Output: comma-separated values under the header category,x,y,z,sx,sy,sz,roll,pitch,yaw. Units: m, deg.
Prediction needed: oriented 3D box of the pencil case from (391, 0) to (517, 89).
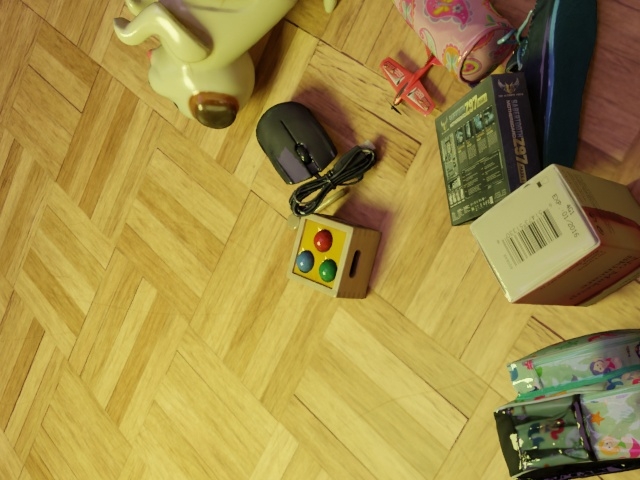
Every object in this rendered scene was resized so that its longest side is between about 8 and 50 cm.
category,x,y,z,sx,sy,sz,roll,pitch,yaw
pencil case,0.205,-0.378,1.420,0.124,0.124,0.284,-50,56,26

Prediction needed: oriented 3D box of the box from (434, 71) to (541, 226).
category,x,y,z,sx,sy,sz,roll,pitch,yaw
box,0.248,-0.129,1.306,0.233,0.059,0.183,145,117,-74

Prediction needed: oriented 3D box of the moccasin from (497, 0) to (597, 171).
category,x,y,z,sx,sy,sz,roll,pitch,yaw
moccasin,0.320,-0.256,1.294,0.117,0.138,0.341,12,93,46

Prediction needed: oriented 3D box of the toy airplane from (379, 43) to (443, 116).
category,x,y,z,sx,sy,sz,roll,pitch,yaw
toy airplane,0.167,-0.286,1.504,0.151,0.028,0.151,-4,83,40

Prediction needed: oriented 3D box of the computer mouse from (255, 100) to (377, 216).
category,x,y,z,sx,sy,sz,roll,pitch,yaw
computer mouse,-0.036,-0.182,1.609,0.188,0.072,0.272,-37,50,-3

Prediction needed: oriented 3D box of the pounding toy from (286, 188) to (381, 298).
category,x,y,z,sx,sy,sz,roll,pitch,yaw
pounding toy,-0.002,-0.010,1.580,0.206,0.094,0.181,20,99,41

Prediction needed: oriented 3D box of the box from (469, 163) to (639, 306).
category,x,y,z,sx,sy,sz,roll,pitch,yaw
box,0.340,0.001,1.179,0.149,0.232,0.126,-40,61,32

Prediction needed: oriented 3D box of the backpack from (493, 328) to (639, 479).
category,x,y,z,sx,sy,sz,roll,pitch,yaw
backpack,0.378,0.214,1.131,0.254,0.225,0.191,-14,81,36

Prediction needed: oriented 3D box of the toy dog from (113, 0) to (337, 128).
category,x,y,z,sx,sy,sz,roll,pitch,yaw
toy dog,-0.200,-0.427,1.681,0.284,0.396,0.407,-113,37,-48
